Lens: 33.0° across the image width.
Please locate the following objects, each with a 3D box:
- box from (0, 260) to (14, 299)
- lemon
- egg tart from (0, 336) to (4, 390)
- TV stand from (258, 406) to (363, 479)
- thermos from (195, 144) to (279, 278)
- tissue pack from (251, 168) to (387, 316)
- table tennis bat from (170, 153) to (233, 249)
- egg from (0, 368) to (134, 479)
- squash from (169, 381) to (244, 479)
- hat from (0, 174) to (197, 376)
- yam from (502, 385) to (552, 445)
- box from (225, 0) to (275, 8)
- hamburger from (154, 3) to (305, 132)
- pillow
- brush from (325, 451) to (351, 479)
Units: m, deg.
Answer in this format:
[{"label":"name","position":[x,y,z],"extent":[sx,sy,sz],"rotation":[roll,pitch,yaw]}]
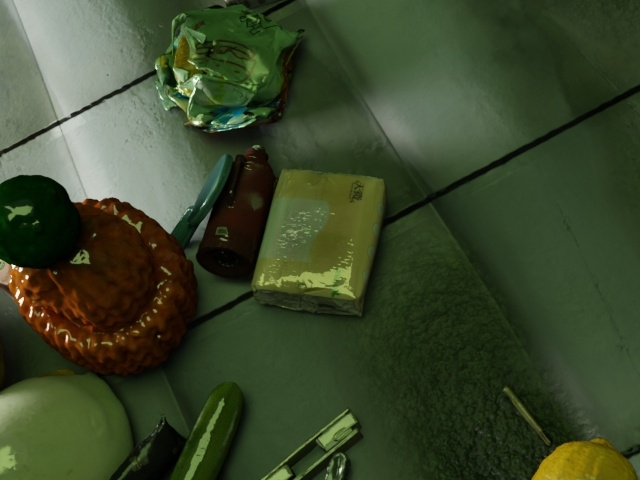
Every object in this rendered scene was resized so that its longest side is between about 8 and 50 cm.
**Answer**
[{"label":"box","position":[-0.482,0.054,1.777],"extent":[0.043,0.125,0.089],"rotation":[15,68,21]},{"label":"lemon","position":[0.342,0.346,1.420],"extent":[0.142,0.142,0.187],"rotation":[26,78,24]},{"label":"egg tart","position":[-0.554,0.169,1.722],"extent":[0.098,0.232,0.252],"rotation":[-4,21,-26]},{"label":"TV stand","position":[-0.041,0.340,1.576],"extent":[0.249,0.036,0.042],"rotation":[-39,63,-6]},{"label":"thermos","position":[-0.128,-0.061,1.749],"extent":[0.098,0.124,0.232],"rotation":[4,58,17]},{"label":"tissue pack","position":[0.000,0.000,1.702],"extent":[0.186,0.090,0.222],"rotation":[8,67,15]},{"label":"table tennis bat","position":[-0.195,-0.056,1.745],"extent":[0.033,0.201,0.124],"rotation":[27,33,-13]},{"label":"egg","position":[-0.427,0.316,1.609],"extent":[0.286,0.174,0.264],"rotation":[-38,66,-10]},{"label":"squash","position":[-0.178,0.326,1.601],"extent":[0.066,0.066,0.252],"rotation":[17,69,21]},{"label":"hat","position":[-0.332,0.020,1.600],"extent":[0.285,0.400,0.285],"rotation":[0,63,0]},{"label":"yam","position":[0.297,0.251,1.549],"extent":[0.014,0.014,0.107],"rotation":[-35,61,-4]},{"label":"box","position":[-0.071,-0.476,1.981],"extent":[0.218,0.039,0.055],"rotation":[-15,60,6]},{"label":"hamburger","position":[-0.176,-0.316,1.868],"extent":[0.276,0.150,0.261],"rotation":[21,70,23]},{"label":"pillow","position":[-0.258,0.335,1.604],"extent":[0.048,0.090,0.150],"rotation":[36,79,25]},{"label":"brush","position":[-0.003,0.454,1.508],"extent":[0.070,0.051,0.323],"rotation":[7,69,24]}]
